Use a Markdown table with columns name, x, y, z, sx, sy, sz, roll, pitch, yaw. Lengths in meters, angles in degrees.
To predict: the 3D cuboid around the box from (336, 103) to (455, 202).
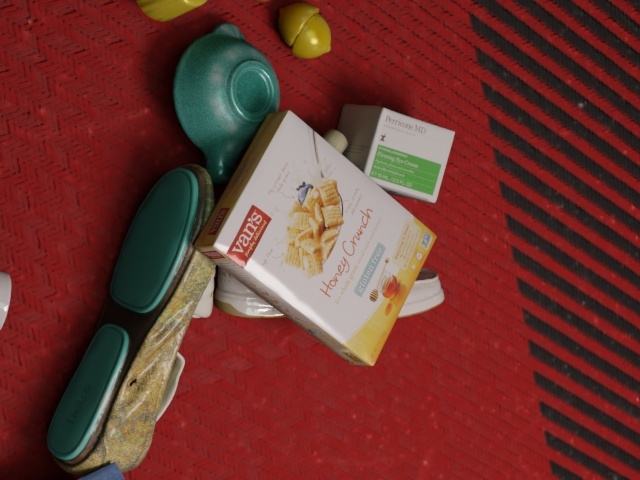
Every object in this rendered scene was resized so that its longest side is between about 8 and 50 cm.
| name | x | y | z | sx | sy | sz | roll | pitch | yaw |
| --- | --- | --- | --- | --- | --- | --- | --- | --- | --- |
| box | 0.078 | -0.099 | 1.656 | 0.101 | 0.102 | 0.087 | 16 | 89 | -27 |

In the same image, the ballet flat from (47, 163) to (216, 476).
| name | x | y | z | sx | sy | sz | roll | pitch | yaw |
| --- | --- | --- | --- | --- | --- | --- | --- | --- | --- |
| ballet flat | -0.177 | 0.090 | 1.560 | 0.123 | 0.123 | 0.349 | 24 | 89 | -28 |

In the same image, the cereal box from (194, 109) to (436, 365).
| name | x | y | z | sx | sy | sz | roll | pitch | yaw |
| --- | --- | --- | --- | --- | --- | --- | --- | --- | --- |
| cereal box | 0.000 | 0.000 | 1.552 | 0.240 | 0.047 | 0.173 | 38 | 68 | -29 |

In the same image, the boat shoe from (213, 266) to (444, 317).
| name | x | y | z | sx | sy | sz | roll | pitch | yaw |
| --- | --- | --- | --- | --- | --- | --- | --- | --- | --- |
| boat shoe | 0.017 | 0.034 | 1.650 | 0.277 | 0.098 | 0.096 | 0 | 99 | -25 |

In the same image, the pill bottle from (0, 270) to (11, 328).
| name | x | y | z | sx | sy | sz | roll | pitch | yaw |
| --- | --- | --- | --- | --- | --- | --- | --- | --- | --- |
| pill bottle | -0.389 | 0.049 | 1.455 | 0.152 | 0.086 | 0.086 | 13 | 93 | -27 |

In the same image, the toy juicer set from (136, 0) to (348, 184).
| name | x | y | z | sx | sy | sz | roll | pitch | yaw |
| --- | --- | --- | --- | --- | --- | --- | --- | --- | --- |
| toy juicer set | -0.072 | -0.168 | 1.589 | 0.209 | 0.089 | 0.329 | -29 | 108 | -39 |

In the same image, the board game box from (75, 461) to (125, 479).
| name | x | y | z | sx | sy | sz | roll | pitch | yaw |
| --- | --- | --- | --- | --- | --- | --- | --- | --- | --- |
| board game box | -0.298 | 0.310 | 1.524 | 0.201 | 0.136 | 0.035 | -24 | 66 | -21 |
